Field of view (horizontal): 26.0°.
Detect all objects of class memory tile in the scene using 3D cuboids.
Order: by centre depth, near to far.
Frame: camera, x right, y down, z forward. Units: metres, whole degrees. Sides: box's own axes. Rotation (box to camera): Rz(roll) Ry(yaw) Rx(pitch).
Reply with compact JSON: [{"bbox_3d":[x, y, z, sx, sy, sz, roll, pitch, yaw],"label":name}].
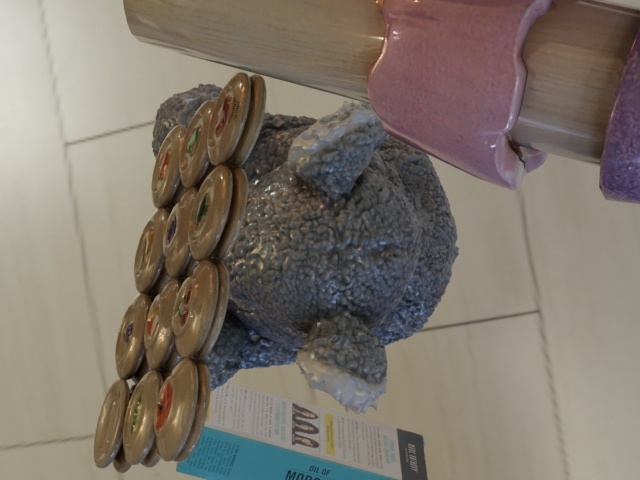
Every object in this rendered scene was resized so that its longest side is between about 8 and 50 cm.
[{"bbox_3d":[-0.056,0.014,0.536,0.113,0.012,0.148,156,126,-64],"label":"memory tile"}]

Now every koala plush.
[{"bbox_3d":[0.000,0.000,0.819,0.203,0.221,0.196,1,90,-7],"label":"koala plush"}]

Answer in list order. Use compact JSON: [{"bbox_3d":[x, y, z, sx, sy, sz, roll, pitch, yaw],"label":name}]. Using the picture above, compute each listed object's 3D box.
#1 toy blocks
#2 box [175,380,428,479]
[{"bbox_3d":[0.105,-0.192,0.320,0.260,0.289,0.309,18,143,21],"label":"toy blocks"},{"bbox_3d":[-0.017,0.212,1.386,0.244,0.100,0.060,17,113,-8],"label":"box"}]
